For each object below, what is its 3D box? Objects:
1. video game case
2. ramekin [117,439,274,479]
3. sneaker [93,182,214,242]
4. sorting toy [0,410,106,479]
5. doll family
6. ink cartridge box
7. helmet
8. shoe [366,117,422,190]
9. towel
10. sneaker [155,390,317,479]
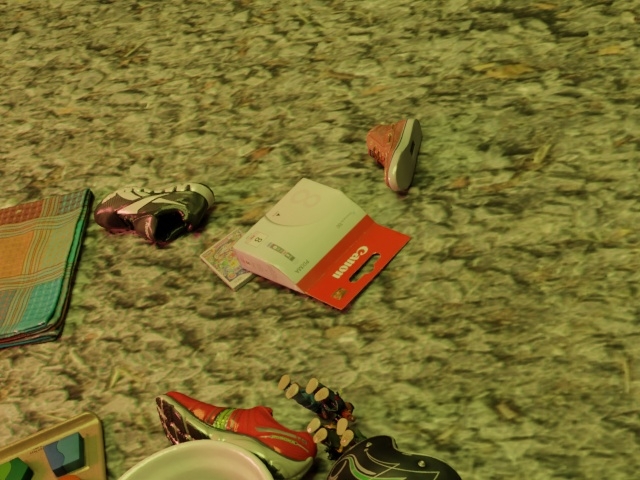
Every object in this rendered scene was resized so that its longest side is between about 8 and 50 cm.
[{"bbox_3d":[-0.142,0.030,2.043,0.087,0.011,0.122,-37,42,-13],"label":"video game case"},{"bbox_3d":[-0.160,0.410,1.558,0.277,0.135,0.277,-14,42,13],"label":"ramekin"},{"bbox_3d":[-0.310,-0.043,2.153,0.234,0.078,0.106,-7,42,18],"label":"sneaker"},{"bbox_3d":[-0.465,0.392,1.801,0.307,0.041,0.229,-23,41,2],"label":"sorting toy"},{"bbox_3d":[0.018,0.249,1.662,0.076,0.111,0.193,-43,49,13],"label":"doll family"},{"bbox_3d":[0.000,0.000,1.962,0.232,0.066,0.189,18,53,43],"label":"ink cartridge box"},{"bbox_3d":[0.093,0.335,1.492,0.169,0.169,0.161,-39,26,-15],"label":"helmet"},{"bbox_3d":[0.118,-0.144,2.061,0.081,0.064,0.178,-6,39,23],"label":"shoe"},{"bbox_3d":[-0.569,0.056,2.211,0.271,0.040,0.370,-12,42,14],"label":"towel"},{"bbox_3d":[-0.120,0.280,1.727,0.279,0.107,0.118,19,39,36],"label":"sneaker"}]
